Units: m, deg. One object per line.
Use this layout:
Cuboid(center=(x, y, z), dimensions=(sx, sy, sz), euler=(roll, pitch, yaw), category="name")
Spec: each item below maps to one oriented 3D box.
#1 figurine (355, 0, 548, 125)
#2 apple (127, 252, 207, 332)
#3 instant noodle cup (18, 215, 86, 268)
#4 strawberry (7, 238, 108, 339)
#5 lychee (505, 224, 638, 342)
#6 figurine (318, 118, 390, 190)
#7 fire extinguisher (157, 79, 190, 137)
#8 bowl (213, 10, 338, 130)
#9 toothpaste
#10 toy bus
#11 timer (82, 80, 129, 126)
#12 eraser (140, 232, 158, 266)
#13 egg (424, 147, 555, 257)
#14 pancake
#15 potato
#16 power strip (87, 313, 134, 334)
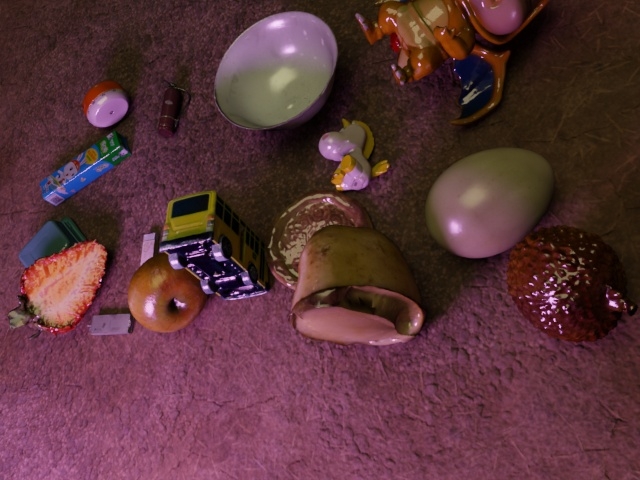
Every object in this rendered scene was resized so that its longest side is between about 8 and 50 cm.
Cuboid(center=(0.281, -0.496, 1.383), dimensions=(0.387, 0.268, 0.401), euler=(-34, 55, 12), category="figurine")
Cuboid(center=(-0.340, 0.112, 1.479), dimensions=(0.182, 0.182, 0.155), euler=(-48, 35, 1), category="apple")
Cuboid(center=(-0.700, 0.032, 1.736), dimensions=(0.179, 0.070, 0.157), euler=(-47, 61, 0), category="instant noodle cup")
Cuboid(center=(-0.636, 0.124, 1.651), dimensions=(0.188, 0.106, 0.286), euler=(43, 73, 3), category="strawberry")
Cuboid(center=(0.426, 0.074, 1.131), dimensions=(0.238, 0.200, 0.200), euler=(20, 79, 51), category="lychee")
Cuboid(center=(0.066, -0.195, 1.471), dimensions=(0.129, 0.109, 0.178), euler=(-15, 61, -11), category="figurine")
Cuboid(center=(-0.388, -0.350, 1.761), dimensions=(0.078, 0.045, 0.157), euler=(6, 70, -3), category="fire extinguisher")
Cuboid(center=(-0.081, -0.362, 1.562), dimensions=(0.313, 0.146, 0.313), euler=(-9, 65, 21), category="bowl")
Cuboid(center=(-0.638, -0.194, 1.806), dimensions=(0.266, 0.050, 0.065), euler=(-32, 58, 10), category="toothpaste")
Cuboid(center=(-0.211, 0.016, 1.410), dimensions=(0.128, 0.262, 0.150), euler=(-11, 59, 19), category="toy bus")
Cuboid(center=(-0.596, -0.384, 1.833), dimensions=(0.136, 0.099, 0.136), euler=(-5, 65, 10), category="timer")
Cuboid(center=(-0.419, 0.024, 1.637), dimensions=(0.038, 0.019, 0.083), euler=(-8, 66, 23), category="eraser")
Cuboid(center=(0.315, -0.074, 1.241), dimensions=(0.253, 0.188, 0.188), euler=(-33, 60, 3), category="egg")
Cuboid(center=(0.000, 0.000, 1.439), dimensions=(0.250, 0.031, 0.250), euler=(-6, 68, 15), category="pancake")
Cuboid(center=(0.063, 0.072, 1.261), dimensions=(0.242, 0.285, 0.243), euler=(-28, 56, 55), category="potato")
Cuboid(center=(-0.506, 0.202, 1.607), dimensions=(0.136, 0.019, 0.051), euler=(-6, 69, 22), category="power strip")
